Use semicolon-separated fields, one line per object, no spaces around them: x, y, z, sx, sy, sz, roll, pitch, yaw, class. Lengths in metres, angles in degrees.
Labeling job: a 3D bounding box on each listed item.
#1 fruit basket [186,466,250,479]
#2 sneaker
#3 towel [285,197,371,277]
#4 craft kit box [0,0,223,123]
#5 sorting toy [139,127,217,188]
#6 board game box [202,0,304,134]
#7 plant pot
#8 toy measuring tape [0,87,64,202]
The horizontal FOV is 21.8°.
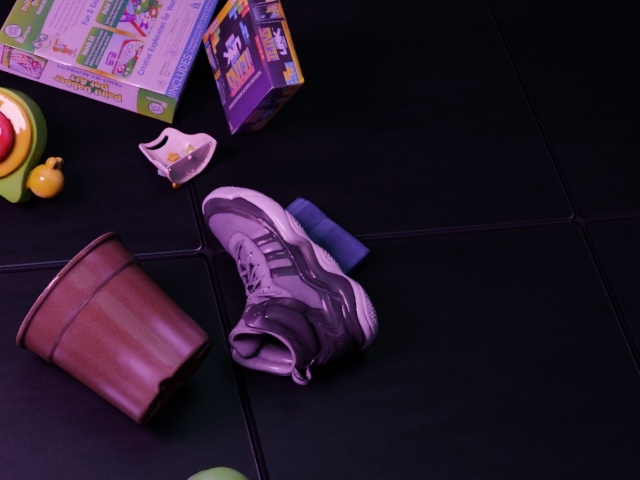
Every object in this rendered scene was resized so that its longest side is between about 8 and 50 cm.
-0.143;0.369;1.598;0.392;0.283;0.392;2;69;-4;fruit basket
-0.070;0.054;1.940;0.268;0.101;0.153;42;53;16;sneaker
0.000;0.000;2.047;0.119;0.029;0.067;38;54;17;towel
-0.273;-0.290;2.191;0.246;0.061;0.250;20;51;-1;craft kit box
-0.185;-0.110;2.082;0.075;0.045;0.083;38;54;25;sorting toy
-0.087;-0.228;2.087;0.048;0.170;0.141;-11;77;-24;board game box
-0.219;0.106;1.837;0.165;0.167;0.167;40;54;8;plant pot
-0.438;-0.163;2.000;0.330;0.121;0.121;34;53;6;toy measuring tape
